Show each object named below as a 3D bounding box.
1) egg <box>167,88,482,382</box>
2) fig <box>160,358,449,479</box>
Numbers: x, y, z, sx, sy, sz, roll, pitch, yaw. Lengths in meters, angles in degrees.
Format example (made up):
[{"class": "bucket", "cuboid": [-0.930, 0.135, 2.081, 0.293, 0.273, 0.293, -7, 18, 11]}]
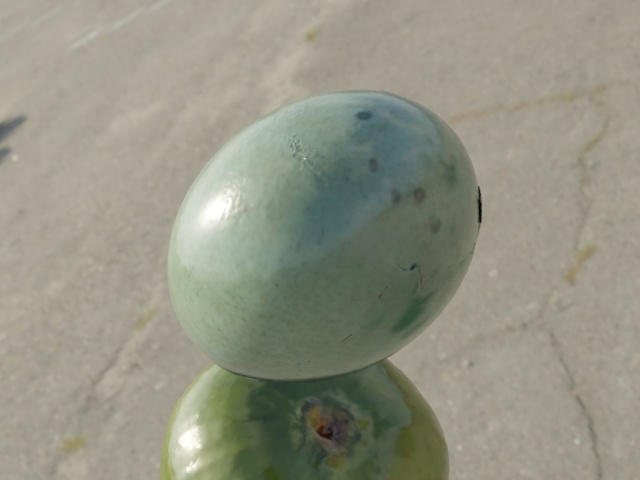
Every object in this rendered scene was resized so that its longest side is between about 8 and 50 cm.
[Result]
[{"class": "egg", "cuboid": [0.000, 0.000, 0.865, 0.236, 0.169, 0.169, -34, 12, 48]}, {"class": "fig", "cuboid": [-0.028, 0.252, 1.451, 0.316, 0.316, 0.316, -27, 20, 11]}]
